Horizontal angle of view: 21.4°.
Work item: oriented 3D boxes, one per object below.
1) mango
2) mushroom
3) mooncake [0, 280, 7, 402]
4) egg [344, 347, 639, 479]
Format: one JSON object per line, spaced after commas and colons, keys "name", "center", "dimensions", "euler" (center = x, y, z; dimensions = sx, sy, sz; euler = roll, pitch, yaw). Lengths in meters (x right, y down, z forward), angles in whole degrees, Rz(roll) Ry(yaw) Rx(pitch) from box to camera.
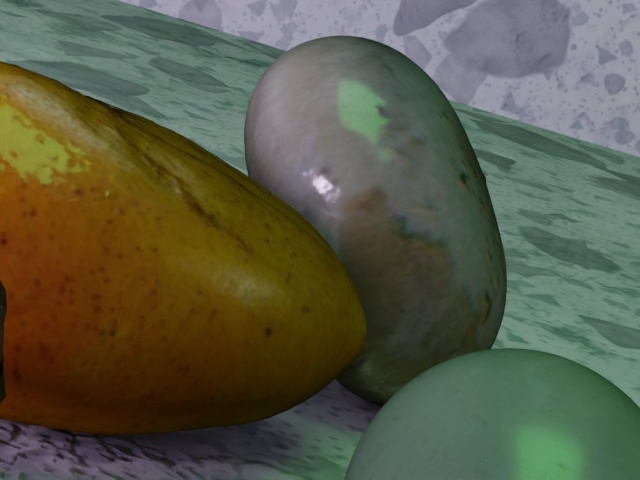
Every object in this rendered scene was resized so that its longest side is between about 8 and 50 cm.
{"name": "mango", "center": [-0.134, 0.015, 0.891], "dimensions": [0.350, 0.201, 0.199], "euler": [21, 48, -20]}
{"name": "mushroom", "center": [0.000, 0.000, 1.090], "dimensions": [0.244, 0.243, 0.243], "euler": [16, 13, -4]}
{"name": "mooncake", "center": [-0.250, 0.022, 0.373], "dimensions": [0.324, 0.324, 0.187], "euler": [20, 17, 14]}
{"name": "egg", "center": [0.081, 0.125, 0.719], "dimensions": [0.149, 0.149, 0.192], "euler": [16, 22, -2]}
